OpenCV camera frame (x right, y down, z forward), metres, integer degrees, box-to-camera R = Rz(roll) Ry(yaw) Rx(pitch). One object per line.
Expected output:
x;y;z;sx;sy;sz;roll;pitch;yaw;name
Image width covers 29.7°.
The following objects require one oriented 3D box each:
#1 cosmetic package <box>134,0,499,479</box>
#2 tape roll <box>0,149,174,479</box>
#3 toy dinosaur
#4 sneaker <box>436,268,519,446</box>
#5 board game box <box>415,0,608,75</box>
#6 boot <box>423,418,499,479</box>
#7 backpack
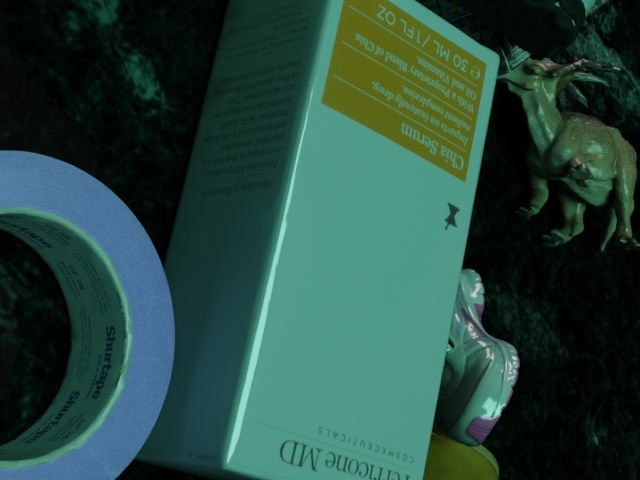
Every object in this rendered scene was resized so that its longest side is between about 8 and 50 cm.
0.000;0.000;1.094;0.230;0.161;0.453;24;72;-38;cosmetic package
-0.247;0.073;0.912;0.274;0.090;0.275;4;85;-41;tape roll
0.313;-0.107;1.419;0.295;0.127;0.200;40;54;-39;toy dinosaur
0.111;0.104;1.181;0.111;0.252;0.103;19;114;-20;sneaker
0.158;-0.341;1.278;0.232;0.141;0.291;-38;111;-38;board game box
0.114;0.316;1.208;0.295;0.104;0.211;44;59;-36;boot
0.210;-0.285;1.148;0.152;0.115;0.182;33;63;-33;backpack
